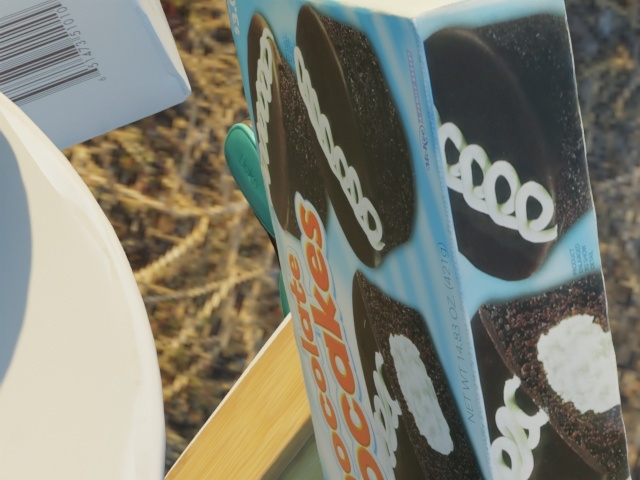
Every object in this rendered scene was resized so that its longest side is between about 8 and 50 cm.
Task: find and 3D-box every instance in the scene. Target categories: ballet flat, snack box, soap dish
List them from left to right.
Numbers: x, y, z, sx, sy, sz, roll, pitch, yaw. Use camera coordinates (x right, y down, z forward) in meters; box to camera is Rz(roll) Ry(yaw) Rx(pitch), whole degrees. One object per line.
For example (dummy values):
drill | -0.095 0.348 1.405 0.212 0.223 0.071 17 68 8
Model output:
ballet flat | 0.000 0.000 1.502 0.096 0.095 0.280 -2 61 -33
soap dish | 0.019 0.189 1.410 0.229 0.118 0.291 32 103 -29
snack box | 0.046 0.053 0.645 0.060 0.187 0.322 -17 108 -18

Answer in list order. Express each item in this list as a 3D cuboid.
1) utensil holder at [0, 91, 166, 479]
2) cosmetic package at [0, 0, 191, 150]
utensil holder | -0.223 0.137 0.592 0.327 0.327 0.385 -43 166 -27
cosmetic package | -0.229 -0.264 1.105 0.156 0.385 0.217 -20 149 1
